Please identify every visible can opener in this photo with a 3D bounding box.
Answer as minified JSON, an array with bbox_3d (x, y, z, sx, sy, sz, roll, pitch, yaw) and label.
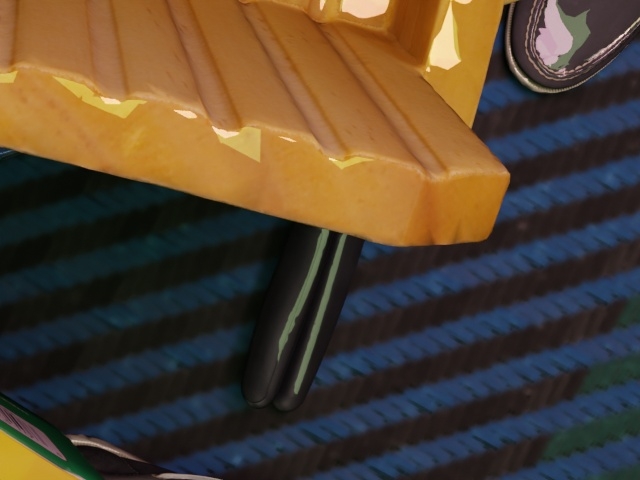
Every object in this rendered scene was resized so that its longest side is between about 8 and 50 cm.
[{"bbox_3d":[0.000,0.000,0.963,0.059,0.073,0.186,6,98,-45],"label":"can opener"}]

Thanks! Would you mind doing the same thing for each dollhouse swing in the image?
[{"bbox_3d":[-0.066,-0.181,0.731,0.347,0.305,0.315,15,89,-12],"label":"dollhouse swing"}]

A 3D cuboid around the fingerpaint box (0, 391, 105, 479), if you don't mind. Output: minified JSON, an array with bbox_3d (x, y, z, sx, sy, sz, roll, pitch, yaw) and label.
[{"bbox_3d":[-0.372,0.131,0.753,0.445,0.163,0.371,35,85,-20],"label":"fingerpaint box"}]

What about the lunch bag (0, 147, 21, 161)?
[{"bbox_3d":[-0.192,-0.094,0.909,0.151,0.096,0.128,-22,96,-14],"label":"lunch bag"}]

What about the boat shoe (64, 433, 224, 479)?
[{"bbox_3d":[-0.045,0.165,0.951,0.233,0.079,0.084,18,90,-8],"label":"boat shoe"}]

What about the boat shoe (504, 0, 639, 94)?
[{"bbox_3d":[0.168,-0.165,0.958,0.075,0.065,0.206,38,89,-7],"label":"boat shoe"}]

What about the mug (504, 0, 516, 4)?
[{"bbox_3d":[0.082,-0.149,0.953,0.064,0.062,0.078,-18,79,-13],"label":"mug"}]
